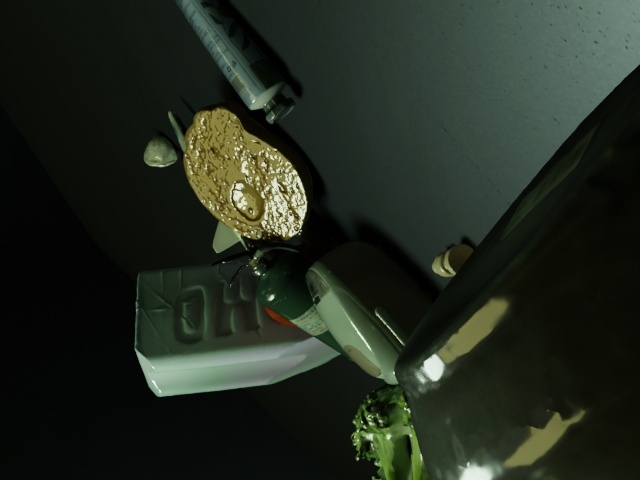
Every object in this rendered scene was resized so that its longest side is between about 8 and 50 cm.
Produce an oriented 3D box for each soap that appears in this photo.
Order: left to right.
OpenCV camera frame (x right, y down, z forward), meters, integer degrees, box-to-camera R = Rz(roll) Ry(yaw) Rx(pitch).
[{"bbox_3d":[-0.132,0.140,1.619,0.115,0.347,0.208,84,180,-52],"label":"soap"}]

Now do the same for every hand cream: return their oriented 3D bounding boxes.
[{"bbox_3d":[-0.124,-0.245,1.111,0.256,0.055,0.088,50,172,3],"label":"hand cream"}]

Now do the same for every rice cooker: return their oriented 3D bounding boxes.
[{"bbox_3d":[0.073,0.094,1.260,0.206,0.127,0.145,44,165,4],"label":"rice cooker"}]

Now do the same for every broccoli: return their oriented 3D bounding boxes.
[{"bbox_3d":[0.174,0.305,1.331,0.288,0.235,0.260,67,-179,-58],"label":"broccoli"}]

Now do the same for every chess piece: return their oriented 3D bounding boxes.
[{"bbox_3d":[0.146,0.026,1.073,0.035,0.035,0.092,49,168,-1],"label":"chess piece"}]

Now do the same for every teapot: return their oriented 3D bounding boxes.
[{"bbox_3d":[0.000,0.000,1.382,0.110,0.043,0.043,42,163,12],"label":"teapot"},{"bbox_3d":[0.268,0.072,0.487,0.362,0.305,0.376,39,134,3],"label":"teapot"}]

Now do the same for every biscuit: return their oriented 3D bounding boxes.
[{"bbox_3d":[-0.097,-0.091,1.308,0.208,0.049,0.181,36,134,7],"label":"biscuit"}]

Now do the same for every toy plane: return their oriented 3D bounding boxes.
[{"bbox_3d":[-0.161,-0.094,1.498,0.192,0.088,0.262,-57,-54,-85],"label":"toy plane"}]

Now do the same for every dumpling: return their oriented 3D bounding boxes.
[{"bbox_3d":[-0.299,-0.162,1.756,0.077,0.059,0.043,48,175,12],"label":"dumpling"}]

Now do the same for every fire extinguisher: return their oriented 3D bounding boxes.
[{"bbox_3d":[-0.013,0.082,1.360,0.294,0.118,0.093,34,-157,-22],"label":"fire extinguisher"}]

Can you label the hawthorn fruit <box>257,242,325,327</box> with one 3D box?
[{"bbox_3d":[-0.033,0.073,1.474,0.133,0.133,0.138,54,165,-20],"label":"hawthorn fruit"}]
